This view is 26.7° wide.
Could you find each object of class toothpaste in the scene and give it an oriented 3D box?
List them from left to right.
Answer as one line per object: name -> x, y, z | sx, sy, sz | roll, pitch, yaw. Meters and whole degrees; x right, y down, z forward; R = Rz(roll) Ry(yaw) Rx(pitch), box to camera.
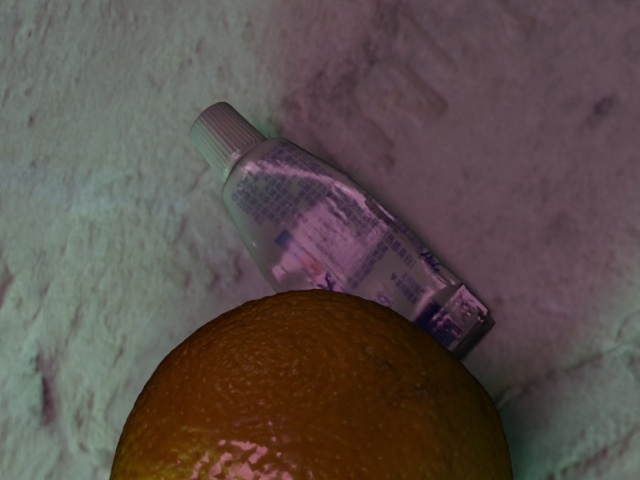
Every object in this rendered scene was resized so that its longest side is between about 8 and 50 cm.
toothpaste -> 0.001, -0.001, 0.994 | 0.282, 0.068, 0.099 | 47, 136, 24

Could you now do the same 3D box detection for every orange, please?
orange -> -0.008, 0.167, 0.832 | 0.264, 0.264, 0.264 | -9, 73, 32
